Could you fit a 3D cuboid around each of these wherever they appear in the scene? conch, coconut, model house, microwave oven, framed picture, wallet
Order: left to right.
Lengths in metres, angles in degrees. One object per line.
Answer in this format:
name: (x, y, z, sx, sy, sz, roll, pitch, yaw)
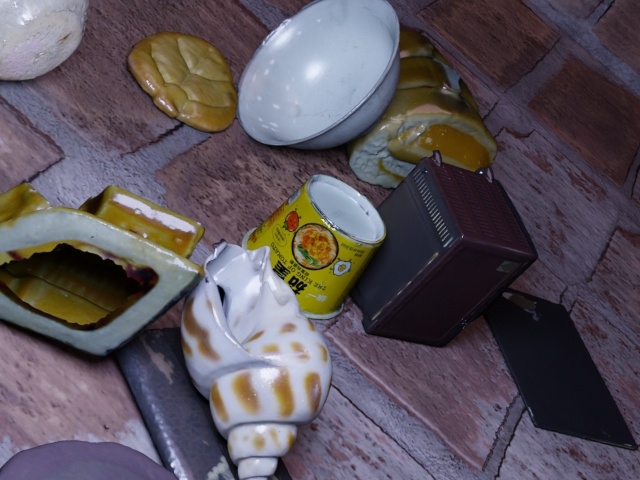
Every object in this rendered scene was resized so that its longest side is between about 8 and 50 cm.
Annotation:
coconut: (-0.440, -0.341, 1.672, 0.224, 0.224, 0.234, -15, 72, -55)
model house: (-0.272, -0.002, 1.430, 0.268, 0.173, 0.239, 27, 25, -8)
wallet: (-0.118, 0.233, 1.423, 0.170, 0.044, 0.321, 5, 45, -48)
conch: (-0.076, 0.144, 1.399, 0.183, 0.148, 0.275, 12, 44, -34)
microwave oven: (0.174, 0.020, 1.846, 0.188, 0.247, 0.178, 10, 44, -39)
framed picture: (0.390, 0.204, 2.070, 0.244, 0.013, 0.323, 18, 36, -34)

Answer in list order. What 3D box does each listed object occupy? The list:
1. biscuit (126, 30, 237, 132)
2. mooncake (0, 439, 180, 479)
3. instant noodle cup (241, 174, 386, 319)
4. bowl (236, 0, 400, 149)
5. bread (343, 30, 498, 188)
biscuit: (-0.214, -0.269, 1.997, 0.203, 0.041, 0.260, 36, 32, -7)
mooncake: (-0.220, 0.301, 1.123, 0.245, 0.133, 0.245, 29, 32, -20)
instant noodle cup: (0.000, 0.000, 1.771, 0.182, 0.144, 0.182, 28, 31, -19)
bowl: (0.027, -0.252, 2.043, 0.146, 0.313, 0.313, 42, 21, -43)
bread: (0.171, -0.245, 2.239, 0.301, 0.210, 0.341, 24, 33, -30)
